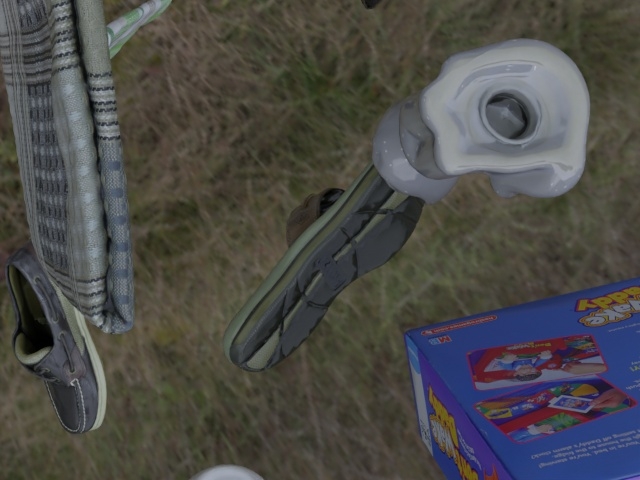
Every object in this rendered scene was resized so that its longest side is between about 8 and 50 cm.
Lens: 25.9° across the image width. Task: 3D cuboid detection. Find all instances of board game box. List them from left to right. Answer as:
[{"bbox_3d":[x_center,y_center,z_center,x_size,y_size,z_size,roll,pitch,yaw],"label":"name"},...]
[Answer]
[{"bbox_3d":[0.246,0.088,0.789,0.347,0.233,0.078,-12,109,-7],"label":"board game box"}]

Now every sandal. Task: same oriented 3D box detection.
[{"bbox_3d":[-0.001,0.000,1.401,0.303,0.086,0.120,-44,144,-18],"label":"sandal"}]

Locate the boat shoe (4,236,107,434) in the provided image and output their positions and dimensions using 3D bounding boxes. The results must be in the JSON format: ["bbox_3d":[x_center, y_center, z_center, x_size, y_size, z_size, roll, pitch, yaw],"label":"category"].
[{"bbox_3d":[-0.262,0.096,1.342,0.073,0.080,0.224,-30,127,-40],"label":"boat shoe"}]

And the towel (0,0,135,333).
[{"bbox_3d":[-0.190,-0.112,0.974,0.056,0.312,0.324,-8,99,-15],"label":"towel"}]

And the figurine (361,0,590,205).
[{"bbox_3d":[0.057,-0.118,0.786,0.092,0.209,0.215,-17,92,-12],"label":"figurine"}]

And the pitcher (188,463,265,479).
[{"bbox_3d":[-0.136,0.344,1.598,0.177,0.125,0.207,-5,145,-10],"label":"pitcher"}]

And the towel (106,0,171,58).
[{"bbox_3d":[-0.210,-0.191,1.375,0.113,0.152,0.023,-33,98,31],"label":"towel"}]
